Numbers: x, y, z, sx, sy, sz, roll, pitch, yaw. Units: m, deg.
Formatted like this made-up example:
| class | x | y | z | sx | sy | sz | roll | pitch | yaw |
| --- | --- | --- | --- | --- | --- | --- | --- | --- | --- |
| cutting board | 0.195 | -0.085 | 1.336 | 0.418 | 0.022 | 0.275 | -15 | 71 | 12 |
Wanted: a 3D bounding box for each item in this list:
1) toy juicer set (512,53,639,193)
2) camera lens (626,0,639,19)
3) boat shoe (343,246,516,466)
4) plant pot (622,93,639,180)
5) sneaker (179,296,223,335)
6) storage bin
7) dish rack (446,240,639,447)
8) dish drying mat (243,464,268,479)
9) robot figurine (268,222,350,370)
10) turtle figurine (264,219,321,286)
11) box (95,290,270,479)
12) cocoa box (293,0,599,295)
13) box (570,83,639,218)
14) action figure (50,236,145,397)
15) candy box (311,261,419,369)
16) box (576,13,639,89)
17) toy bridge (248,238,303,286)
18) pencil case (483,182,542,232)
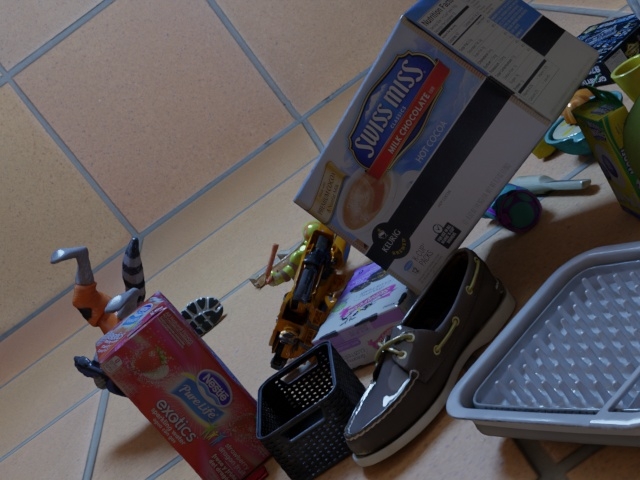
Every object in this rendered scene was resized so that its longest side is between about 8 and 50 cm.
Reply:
| class | x | y | z | sx | sy | sz | roll | pitch | yaw |
| --- | --- | --- | --- | --- | --- | --- | --- | --- | --- |
| toy juicer set | 0.388 | -0.175 | 1.738 | 0.209 | 0.089 | 0.329 | -18 | 24 | 50 |
| camera lens | 0.638 | -0.458 | 1.777 | 0.219 | 0.219 | 0.274 | -43 | 16 | -24 |
| boat shoe | 0.122 | 0.138 | 1.359 | 0.324 | 0.096 | 0.117 | -46 | 18 | -32 |
| plant pot | 0.474 | -0.152 | 1.197 | 0.275 | 0.275 | 0.293 | -45 | 4 | -28 |
| sneaker | -0.273 | 0.170 | 2.243 | 0.170 | 0.068 | 0.071 | -36 | 9 | 4 |
| storage bin | -0.010 | 0.221 | 1.435 | 0.122 | 0.084 | 0.180 | -35 | 14 | 7 |
| dish rack | 0.305 | 0.104 | 1.095 | 0.285 | 0.072 | 0.333 | -45 | 17 | -26 |
| dish drying mat | -0.106 | 0.330 | 1.466 | 0.083 | 0.008 | 0.032 | -38 | 14 | -5 |
| robot figurine | -0.008 | 0.081 | 1.756 | 0.291 | 0.085 | 0.211 | -68 | -3 | -58 |
| turtle figurine | 0.000 | 0.000 | 1.967 | 0.269 | 0.087 | 0.217 | -55 | -11 | -14 |
| box | -0.181 | 0.209 | 1.520 | 0.123 | 0.257 | 0.128 | -40 | 15 | -5 |
| cocoa box | 0.163 | -0.150 | 1.488 | 0.231 | 0.228 | 0.347 | -48 | -7 | -49 |
| box | 0.374 | -0.111 | 1.381 | 0.043 | 0.179 | 0.105 | -29 | 14 | 1 |
| action figure | -0.281 | 0.172 | 1.845 | 0.341 | 0.330 | 0.178 | 19 | 56 | 34 |
| candy box | 0.099 | 0.092 | 1.607 | 0.165 | 0.070 | 0.196 | -25 | 18 | 35 |
| box | 0.519 | -0.348 | 2.047 | 0.175 | 0.051 | 0.220 | -41 | 15 | -18 |
| toy bridge | -0.068 | 0.032 | 2.271 | 0.188 | 0.026 | 0.063 | -43 | 17 | -22 |
| pencil case | 0.275 | -0.055 | 1.670 | 0.070 | 0.064 | 0.152 | -17 | 12 | -8 |
